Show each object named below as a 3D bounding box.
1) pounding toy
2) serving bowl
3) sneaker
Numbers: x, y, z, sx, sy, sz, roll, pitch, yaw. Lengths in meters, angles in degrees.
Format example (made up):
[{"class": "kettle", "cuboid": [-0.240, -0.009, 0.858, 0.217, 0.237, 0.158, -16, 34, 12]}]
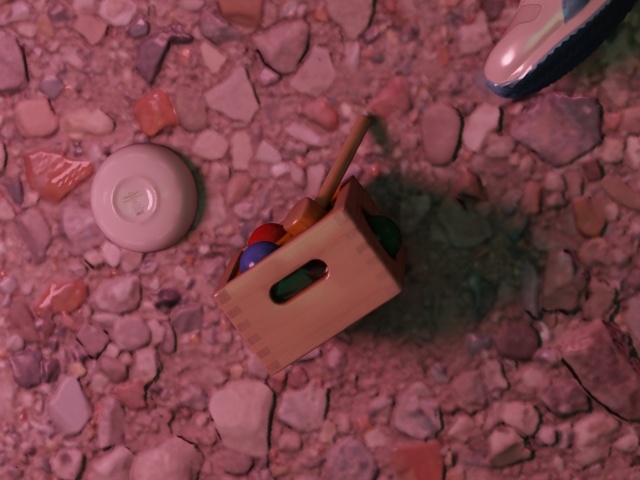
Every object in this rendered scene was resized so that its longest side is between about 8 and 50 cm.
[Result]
[{"class": "pounding toy", "cuboid": [0.000, 0.000, 1.129, 0.141, 0.130, 0.100, -34, 99, 12]}, {"class": "serving bowl", "cuboid": [-0.135, -0.031, 1.194, 0.083, 0.027, 0.083, 1, 95, 11]}, {"class": "sneaker", "cuboid": [0.180, -0.199, 1.098, 0.092, 0.087, 0.228, 38, 93, 13]}]
